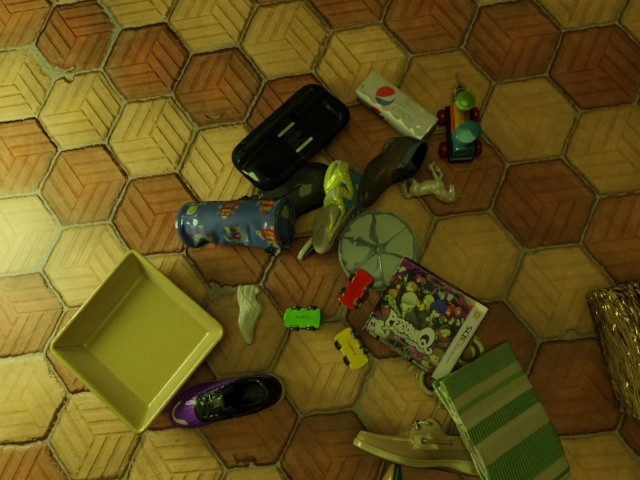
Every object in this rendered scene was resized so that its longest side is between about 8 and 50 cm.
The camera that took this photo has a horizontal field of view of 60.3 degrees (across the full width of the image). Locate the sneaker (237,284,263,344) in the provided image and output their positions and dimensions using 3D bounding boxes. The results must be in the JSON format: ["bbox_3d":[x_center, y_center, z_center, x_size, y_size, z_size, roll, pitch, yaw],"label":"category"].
[{"bbox_3d":[-0.175,0.185,1.386,0.061,0.054,0.152,-5,80,3],"label":"sneaker"}]

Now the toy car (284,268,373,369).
[{"bbox_3d":[0.022,0.192,1.348,0.224,0.053,0.239,-1,74,20],"label":"toy car"}]

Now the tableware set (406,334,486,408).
[{"bbox_3d":[0.315,0.301,1.320,0.194,0.039,0.128,-40,79,-1],"label":"tableware set"}]

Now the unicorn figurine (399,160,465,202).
[{"bbox_3d":[0.278,-0.142,1.389,0.161,0.060,0.111,-12,80,21],"label":"unicorn figurine"}]

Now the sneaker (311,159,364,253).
[{"bbox_3d":[0.061,-0.073,1.359,0.126,0.091,0.240,18,80,-28],"label":"sneaker"}]

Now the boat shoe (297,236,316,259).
[{"bbox_3d":[0.000,0.000,1.398,0.040,0.049,0.142,41,85,10],"label":"boat shoe"}]

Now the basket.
[{"bbox_3d":[0.756,0.225,1.195,0.222,0.213,0.300,-11,80,5],"label":"basket"}]

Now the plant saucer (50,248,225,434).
[{"bbox_3d":[-0.452,0.250,1.392,0.332,0.081,0.333,39,87,10],"label":"plant saucer"}]

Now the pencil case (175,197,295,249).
[{"bbox_3d":[-0.202,-0.037,1.356,0.305,0.133,0.119,0,49,23],"label":"pencil case"}]

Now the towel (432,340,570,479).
[{"bbox_3d":[0.415,0.422,1.242,0.247,0.038,0.325,-19,76,-29],"label":"towel"}]

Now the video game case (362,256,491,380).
[{"bbox_3d":[0.246,0.186,1.302,0.232,0.041,0.210,33,101,20],"label":"video game case"}]

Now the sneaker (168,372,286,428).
[{"bbox_3d":[-0.237,0.381,1.314,0.293,0.146,0.102,-16,80,3],"label":"sneaker"}]

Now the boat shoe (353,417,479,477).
[{"bbox_3d":[0.246,0.465,1.269,0.340,0.122,0.110,11,75,-3],"label":"boat shoe"}]

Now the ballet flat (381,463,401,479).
[{"bbox_3d":[0.149,0.633,1.271,0.073,0.080,0.233,-3,79,21],"label":"ballet flat"}]

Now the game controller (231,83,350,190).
[{"bbox_3d":[-0.076,-0.269,1.417,0.319,0.067,0.166,-44,76,-9],"label":"game controller"}]

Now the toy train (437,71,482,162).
[{"bbox_3d":[0.347,-0.329,1.361,0.105,0.143,0.248,-2,81,5],"label":"toy train"}]

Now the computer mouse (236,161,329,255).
[{"bbox_3d":[-0.076,-0.104,1.410,0.272,0.072,0.189,-36,78,0],"label":"computer mouse"}]

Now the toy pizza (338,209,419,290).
[{"bbox_3d":[0.145,0.025,1.385,0.201,0.032,0.202,-1,83,7],"label":"toy pizza"}]

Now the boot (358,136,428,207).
[{"bbox_3d":[0.177,-0.171,1.348,0.106,0.082,0.219,8,61,48],"label":"boot"}]

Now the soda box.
[{"bbox_3d":[0.195,-0.338,1.418,0.216,0.069,0.074,40,87,11],"label":"soda box"}]
